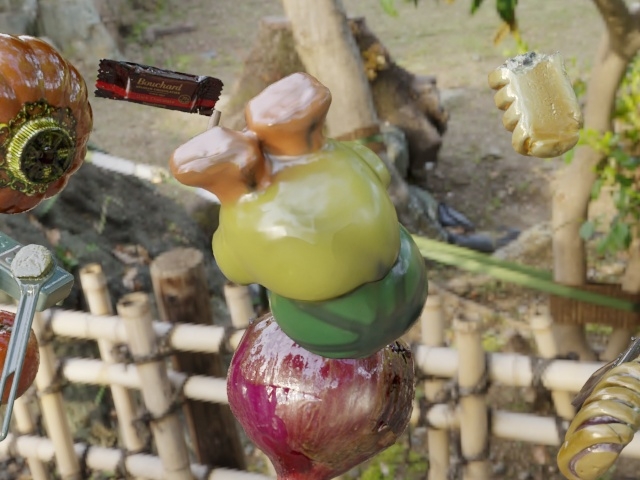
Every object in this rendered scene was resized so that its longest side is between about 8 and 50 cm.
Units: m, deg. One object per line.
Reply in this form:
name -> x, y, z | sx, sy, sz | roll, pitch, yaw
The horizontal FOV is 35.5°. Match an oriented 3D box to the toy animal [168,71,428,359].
toy animal -> 0.002, 0.002, 1.104 | 0.216, 0.338, 0.191 | -36, 35, -7

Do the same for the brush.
brush -> -0.388, 0.126, 1.282 | 0.062, 0.027, 0.266 | -1, 63, 10

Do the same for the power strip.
power strip -> -0.504, 0.044, 1.524 | 0.216, 0.061, 0.145 | 29, 22, 9

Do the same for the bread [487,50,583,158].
bread -> 0.322, -0.206, 1.504 | 0.119, 0.177, 0.084 | -12, -11, -14

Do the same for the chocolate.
chocolate -> -0.235, -0.224, 1.459 | 0.183, 0.086, 0.028 | 5, 52, -16

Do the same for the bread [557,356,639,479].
bread -> 0.417, 0.254, 1.442 | 0.081, 0.134, 0.225 | 34, 39, 15

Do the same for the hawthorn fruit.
hawthorn fruit -> -0.599, 0.214, 1.825 | 0.189, 0.189, 0.189 | -5, 25, 2

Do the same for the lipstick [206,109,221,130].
lipstick -> -0.184, -0.170, 1.660 | 0.019, 0.094, 0.019 | 13, -7, 2

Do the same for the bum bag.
bum bag -> 0.499, 0.228, 1.740 | 0.026, 0.159, 0.109 | 45, 50, 6

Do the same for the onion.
onion -> -0.015, 0.302, 1.715 | 0.348, 0.385, 0.348 | 15, -14, 4

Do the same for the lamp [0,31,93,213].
lamp -> -0.375, -0.136, 1.178 | 0.196, 0.223, 0.223 | 32, 43, 33
